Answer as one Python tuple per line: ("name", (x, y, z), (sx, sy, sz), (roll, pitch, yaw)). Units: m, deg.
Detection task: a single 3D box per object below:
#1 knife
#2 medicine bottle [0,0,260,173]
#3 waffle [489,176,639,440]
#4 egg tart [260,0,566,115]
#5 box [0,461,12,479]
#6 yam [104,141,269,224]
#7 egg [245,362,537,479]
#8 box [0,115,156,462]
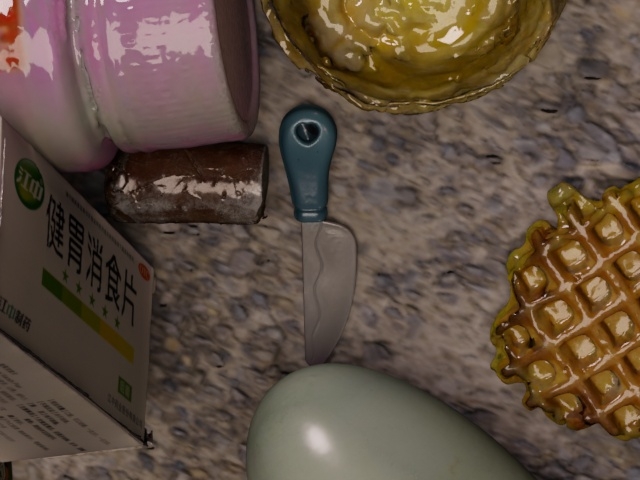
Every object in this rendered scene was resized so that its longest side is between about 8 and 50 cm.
("knife", (0.002, -0.001, 1.630), (0.058, 0.032, 0.244), (-7, 110, 0))
("medicine bottle", (-0.255, -0.157, 1.510), (0.388, 0.219, 0.219), (-4, 106, 9))
("waffle", (0.273, 0.059, 1.606), (0.243, 0.059, 0.238), (8, 104, 2))
("egg tart", (0.076, -0.231, 1.516), (0.278, 0.095, 0.279), (1, 106, 5))
("box", (-0.377, 0.184, 1.639), (0.148, 0.195, 0.178), (-10, 104, 9))
("yam", (-0.115, -0.049, 1.602), (0.141, 0.079, 0.079), (1, 107, 5))
("egg", (0.083, 0.262, 1.593), (0.230, 0.230, 0.371), (-42, 94, 16))
("box", (-0.252, 0.051, 1.500), (0.145, 0.333, 0.173), (-6, 66, 16))
